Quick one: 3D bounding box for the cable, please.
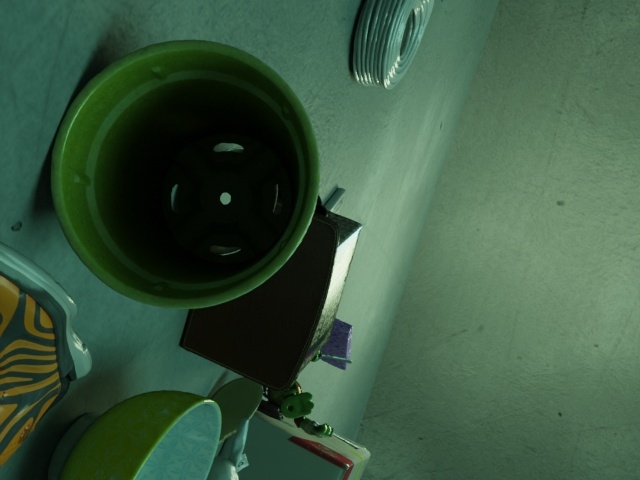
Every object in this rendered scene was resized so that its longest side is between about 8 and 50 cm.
[{"bbox_3d":[0.152,-0.438,1.582,0.257,0.089,0.257,-50,157,-48],"label":"cable"}]

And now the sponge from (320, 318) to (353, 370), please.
[{"bbox_3d":[0.026,0.268,2.064,0.031,0.117,0.210,-56,161,-34],"label":"sponge"}]

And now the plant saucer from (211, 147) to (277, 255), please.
[{"bbox_3d":[-0.138,-0.060,1.134,0.168,0.029,0.169,-22,126,-33],"label":"plant saucer"}]

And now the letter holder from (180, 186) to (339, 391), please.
[{"bbox_3d":[-0.073,0.068,1.285,0.152,0.214,0.302,-24,133,-68],"label":"letter holder"}]

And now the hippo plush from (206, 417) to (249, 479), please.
[{"bbox_3d":[-0.181,0.528,1.366,0.294,0.236,0.234,-23,133,-36],"label":"hippo plush"}]

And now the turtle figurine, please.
[{"bbox_3d":[-0.015,0.330,1.718,0.266,0.274,0.198,81,28,-74],"label":"turtle figurine"}]

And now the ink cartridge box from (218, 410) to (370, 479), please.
[{"bbox_3d":[-0.052,0.540,1.867,0.160,0.279,0.384,-66,164,-5],"label":"ink cartridge box"}]

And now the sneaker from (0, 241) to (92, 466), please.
[{"bbox_3d":[-0.317,0.123,0.712,0.321,0.124,0.180,87,28,-56],"label":"sneaker"}]

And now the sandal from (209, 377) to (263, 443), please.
[{"bbox_3d":[-0.215,0.369,1.526,0.240,0.088,0.079,-50,-171,-31],"label":"sandal"}]

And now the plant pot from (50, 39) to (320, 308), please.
[{"bbox_3d":[-0.131,-0.063,0.898,0.254,0.276,0.276,36,76,-86],"label":"plant pot"}]

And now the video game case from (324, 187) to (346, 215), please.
[{"bbox_3d":[0.000,0.000,1.795,0.201,0.023,0.183,-53,159,-45],"label":"video game case"}]

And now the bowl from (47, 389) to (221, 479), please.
[{"bbox_3d":[-0.277,0.322,1.057,0.289,0.156,0.289,-58,162,-32],"label":"bowl"}]

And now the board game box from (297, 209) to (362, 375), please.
[{"bbox_3d":[-0.052,0.103,1.536,0.232,0.141,0.291,-40,149,-59],"label":"board game box"}]
